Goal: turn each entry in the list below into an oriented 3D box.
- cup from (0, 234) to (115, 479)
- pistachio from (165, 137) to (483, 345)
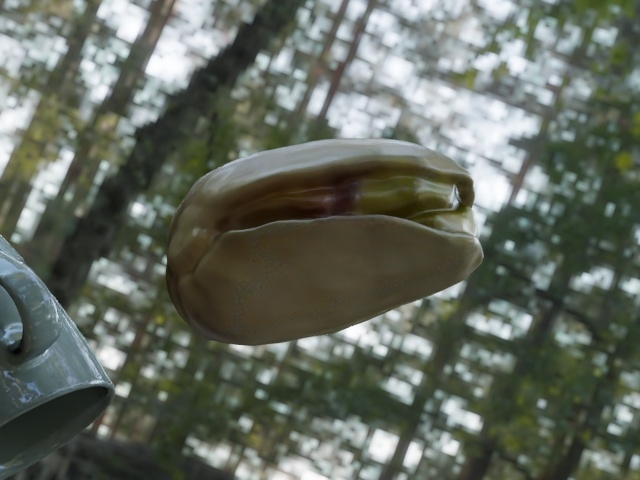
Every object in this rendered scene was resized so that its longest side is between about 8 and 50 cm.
[{"bbox_3d":[-0.318,0.076,1.602,0.234,0.186,0.258,57,-36,13],"label":"cup"},{"bbox_3d":[0.000,0.000,1.070,0.200,0.117,0.145,-14,-28,0],"label":"pistachio"}]
